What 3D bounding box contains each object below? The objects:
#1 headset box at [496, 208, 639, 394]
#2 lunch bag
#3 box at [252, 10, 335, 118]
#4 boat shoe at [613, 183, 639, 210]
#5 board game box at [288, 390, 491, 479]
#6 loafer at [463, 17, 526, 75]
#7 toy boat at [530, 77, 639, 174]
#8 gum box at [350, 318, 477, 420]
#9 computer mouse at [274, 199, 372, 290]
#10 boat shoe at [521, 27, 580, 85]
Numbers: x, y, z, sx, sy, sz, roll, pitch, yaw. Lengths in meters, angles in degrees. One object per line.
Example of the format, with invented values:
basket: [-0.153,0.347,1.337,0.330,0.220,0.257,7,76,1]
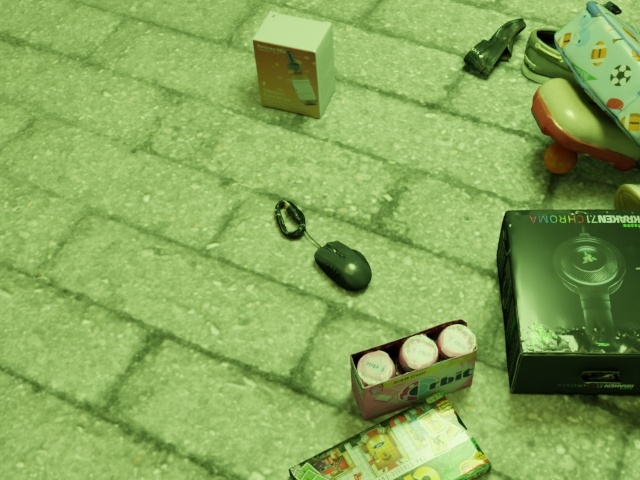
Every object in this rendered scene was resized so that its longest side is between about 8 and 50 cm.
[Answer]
headset box: [0.408,0.101,1.308,0.246,0.131,0.283,1,53,5]
lunch bag: [0.547,-0.273,1.467,0.243,0.115,0.303,13,44,-41]
box: [-0.048,-0.337,1.645,0.130,0.170,0.091,15,55,15]
boat shoe: [0.601,0.004,1.396,0.096,0.098,0.277,-29,66,-18]
board game box: [0.099,0.328,1.220,0.260,0.030,0.136,-24,57,-14]
loafer: [0.367,-0.393,1.740,0.170,0.062,0.061,-39,82,-20]
toy boat: [0.457,-0.179,1.515,0.231,0.151,0.151,13,43,-27]
gum box: [0.142,0.192,1.271,0.188,0.107,0.062,-17,54,-9]
computer mouse: [0.000,0.000,1.467,0.071,0.041,0.242,-36,58,-21]
boat shoe: [0.548,-0.341,1.659,0.305,0.091,0.109,16,55,15]
